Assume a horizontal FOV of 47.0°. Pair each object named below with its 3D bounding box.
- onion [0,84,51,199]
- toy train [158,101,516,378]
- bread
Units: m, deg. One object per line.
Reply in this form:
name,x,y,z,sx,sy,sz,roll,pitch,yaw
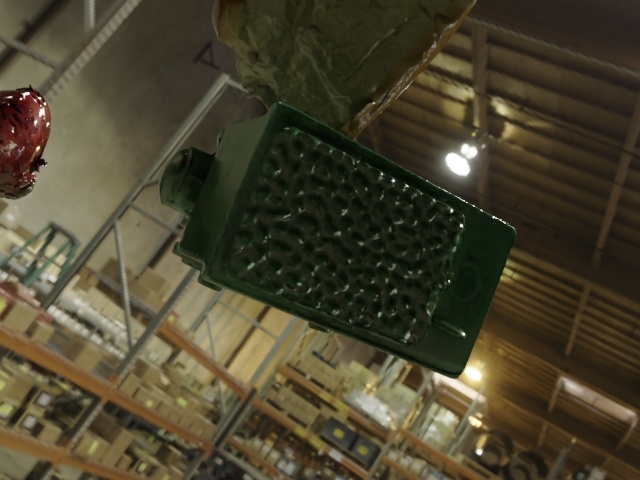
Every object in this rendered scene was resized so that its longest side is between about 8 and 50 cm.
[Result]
onion,-0.412,-0.115,0.914,0.184,0.184,0.147,8,-50,60
toy train,0.000,0.000,0.613,0.266,0.145,0.202,24,-5,-26
bread,0.026,-0.255,0.761,0.225,0.279,0.250,47,15,-11
